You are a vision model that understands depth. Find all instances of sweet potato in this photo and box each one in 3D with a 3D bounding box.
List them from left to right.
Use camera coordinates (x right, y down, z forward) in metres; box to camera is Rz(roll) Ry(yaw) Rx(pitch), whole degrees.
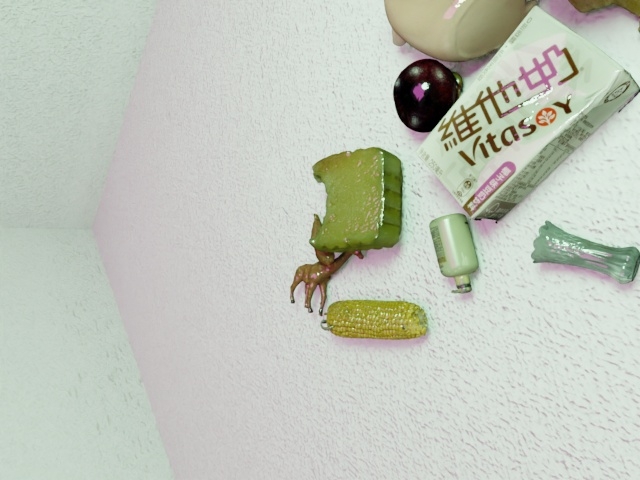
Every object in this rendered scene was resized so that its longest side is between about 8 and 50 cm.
[{"bbox_3d":[0.000,0.000,1.179,0.050,0.050,0.214,-61,26,27],"label":"sweet potato"}]

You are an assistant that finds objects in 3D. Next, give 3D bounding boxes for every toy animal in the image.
[{"bbox_3d":[0.013,0.095,1.193,0.224,0.066,0.229,19,95,46],"label":"toy animal"},{"bbox_3d":[0.249,-0.473,0.852,0.213,0.195,0.256,-42,53,7],"label":"toy animal"}]

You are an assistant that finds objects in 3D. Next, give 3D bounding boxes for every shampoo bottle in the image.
[{"bbox_3d":[0.280,0.029,0.900,0.079,0.079,0.162,-23,74,44],"label":"shampoo bottle"}]

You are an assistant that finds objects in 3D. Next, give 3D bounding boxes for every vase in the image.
[{"bbox_3d":[0.446,0.023,0.732,0.149,0.081,0.081,22,106,41],"label":"vase"}]

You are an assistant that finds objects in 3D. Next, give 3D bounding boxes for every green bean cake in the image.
[{"bbox_3d":[0.085,-0.090,1.051,0.233,0.124,0.236,-4,80,43],"label":"green bean cake"}]

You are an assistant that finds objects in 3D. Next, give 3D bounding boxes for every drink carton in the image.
[{"bbox_3d":[0.351,-0.209,0.791,0.324,0.132,0.194,-52,56,32],"label":"drink carton"}]

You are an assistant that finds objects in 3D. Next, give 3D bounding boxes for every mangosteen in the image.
[{"bbox_3d":[0.231,-0.307,0.920,0.152,0.152,0.152,0,91,46],"label":"mangosteen"}]

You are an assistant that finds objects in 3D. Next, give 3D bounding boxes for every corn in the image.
[{"bbox_3d":[0.125,0.189,1.051,0.293,0.106,0.106,-12,82,45],"label":"corn"}]

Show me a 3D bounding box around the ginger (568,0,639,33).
[{"bbox_3d":[0.525,-0.365,0.652,0.299,0.065,0.118,51,137,35],"label":"ginger"}]
